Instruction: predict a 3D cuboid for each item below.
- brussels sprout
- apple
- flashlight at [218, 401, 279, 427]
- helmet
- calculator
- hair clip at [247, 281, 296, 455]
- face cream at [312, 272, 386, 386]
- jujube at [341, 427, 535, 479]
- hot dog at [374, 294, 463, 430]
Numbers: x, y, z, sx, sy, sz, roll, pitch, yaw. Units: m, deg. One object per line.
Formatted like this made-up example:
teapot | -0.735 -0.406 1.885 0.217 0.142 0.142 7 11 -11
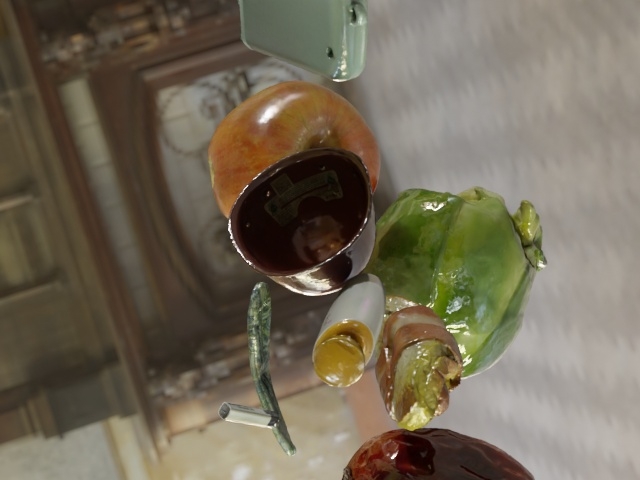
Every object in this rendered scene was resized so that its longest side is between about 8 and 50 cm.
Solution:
brussels sprout | 0.197 0.057 2.405 0.371 0.276 0.315 -5 -67 -70
apple | -0.048 -0.107 2.213 0.241 0.242 0.242 -20 87 62
flashlight | -0.084 0.207 1.798 0.083 0.018 0.018 17 -159 -45
helmet | 0.000 0.000 1.536 0.106 0.155 0.175 59 -179 -38
calculator | -0.022 -0.237 1.475 0.246 0.045 0.141 29 128 56
hair clip | -0.066 0.163 1.903 0.066 0.036 0.229 -49 -50 -74
face cream | 0.029 0.080 1.419 0.051 0.072 0.182 38 -160 -5
jujube | 0.146 0.323 1.902 0.183 0.243 0.183 -171 90 -81
hot dog | 0.120 0.149 1.827 0.261 0.093 0.123 -102 27 -59
